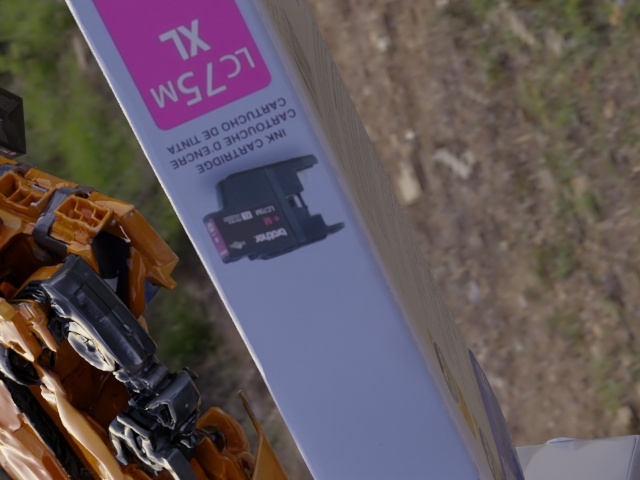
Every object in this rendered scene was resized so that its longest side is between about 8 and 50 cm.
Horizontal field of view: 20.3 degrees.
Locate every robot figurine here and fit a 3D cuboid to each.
[{"bbox_3d":[-0.104,0.071,0.837,0.211,0.085,0.291,20,147,37],"label":"robot figurine"}]

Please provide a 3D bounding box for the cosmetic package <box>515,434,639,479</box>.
[{"bbox_3d":[0.160,0.254,1.176,0.127,0.238,0.107,-9,137,39],"label":"cosmetic package"}]

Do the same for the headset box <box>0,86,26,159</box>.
[{"bbox_3d":[-0.190,-0.051,0.837,0.083,0.062,0.032,-18,67,24],"label":"headset box"}]

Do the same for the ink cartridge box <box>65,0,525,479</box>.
[{"bbox_3d":[0.000,0.000,0.652,0.311,0.065,0.186,62,-172,-21],"label":"ink cartridge box"}]
